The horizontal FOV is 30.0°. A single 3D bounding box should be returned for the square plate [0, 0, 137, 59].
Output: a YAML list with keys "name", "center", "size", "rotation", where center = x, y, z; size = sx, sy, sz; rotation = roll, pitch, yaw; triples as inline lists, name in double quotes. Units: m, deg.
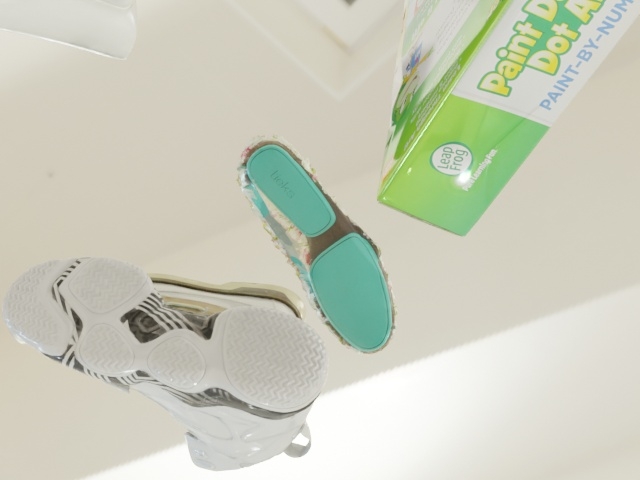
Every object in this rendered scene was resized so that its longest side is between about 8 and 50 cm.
- name: "square plate"
  center: [-0.267, -0.370, 1.190]
  size: [0.049, 0.344, 0.347]
  rotation: [-4, -179, 16]

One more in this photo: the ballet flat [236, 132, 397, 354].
- name: "ballet flat"
  center: [0.000, 0.000, 1.175]
  size: [0.091, 0.241, 0.077]
  rotation: [-30, -174, -3]

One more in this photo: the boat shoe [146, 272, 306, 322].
- name: "boat shoe"
  center: [-0.174, 0.111, 1.457]
  size: [0.302, 0.113, 0.103]
  rotation: [-4, -148, 16]

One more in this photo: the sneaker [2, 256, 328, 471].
- name: "sneaker"
  center: [-0.169, 0.149, 1.319]
  size: [0.210, 0.366, 0.137]
  rotation: [90, 17, -51]

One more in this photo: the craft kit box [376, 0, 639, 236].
- name: "craft kit box"
  center: [0.113, -0.169, 0.579]
  size: [0.250, 0.061, 0.247]
  rotation: [-57, -167, 43]
